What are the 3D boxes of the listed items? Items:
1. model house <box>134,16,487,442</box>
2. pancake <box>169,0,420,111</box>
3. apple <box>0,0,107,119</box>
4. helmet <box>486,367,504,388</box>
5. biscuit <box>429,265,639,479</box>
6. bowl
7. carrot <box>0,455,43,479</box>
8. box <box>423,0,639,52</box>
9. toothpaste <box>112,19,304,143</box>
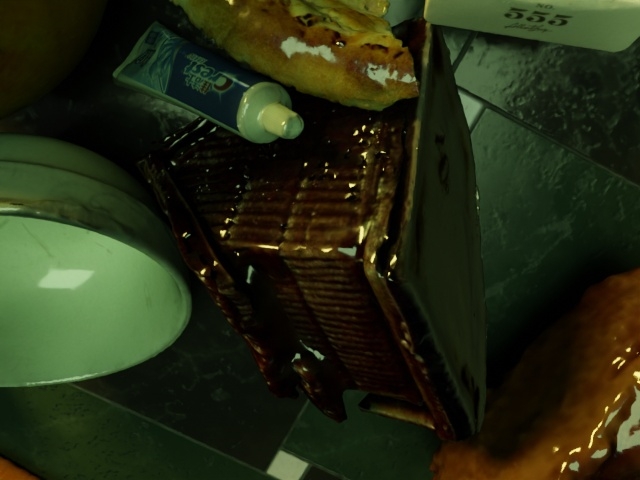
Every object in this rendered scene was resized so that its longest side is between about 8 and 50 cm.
[{"bbox_3d":[0.000,0.000,0.542,0.283,0.297,0.317,-4,135,29],"label":"model house"},{"bbox_3d":[-0.036,-0.246,0.436,0.197,0.054,0.376,-34,77,-17],"label":"pancake"},{"bbox_3d":[-0.336,-0.266,0.391,0.374,0.374,0.384,-30,109,13],"label":"apple"},{"bbox_3d":[0.185,0.189,0.644,0.089,0.057,0.111,31,105,-25],"label":"helmet"},{"bbox_3d":[0.317,0.248,0.574,0.343,0.166,0.395,36,103,-24],"label":"biscuit"},{"bbox_3d":[-0.287,0.015,0.535,0.307,0.163,0.307,-10,143,-8],"label":"bowl"},{"bbox_3d":[-0.448,0.313,0.743,0.336,0.069,0.069,38,107,-2],"label":"carrot"},{"bbox_3d":[0.181,-0.288,0.426,0.168,0.071,0.259,9,82,2],"label":"box"},{"bbox_3d":[-0.105,-0.138,0.480,0.268,0.047,0.069,33,119,40],"label":"toothpaste"}]
